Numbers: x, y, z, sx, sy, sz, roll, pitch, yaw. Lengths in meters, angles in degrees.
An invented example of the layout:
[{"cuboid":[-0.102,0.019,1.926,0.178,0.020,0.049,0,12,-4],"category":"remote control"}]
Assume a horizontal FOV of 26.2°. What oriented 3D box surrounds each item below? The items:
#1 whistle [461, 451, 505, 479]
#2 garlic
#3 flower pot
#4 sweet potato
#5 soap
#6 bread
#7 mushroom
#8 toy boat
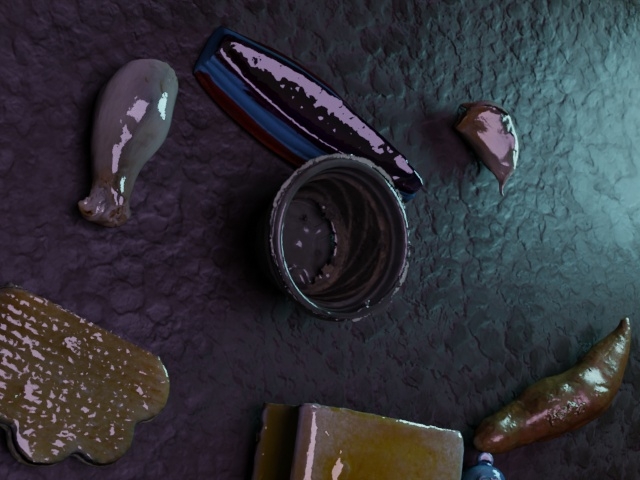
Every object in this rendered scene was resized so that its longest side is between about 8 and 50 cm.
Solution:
[{"cuboid":[0.233,0.447,2.023,0.180,0.093,0.269,8,85,-8],"category":"whistle"},{"cuboid":[0.268,-0.156,2.136,0.084,0.066,0.152,-36,101,0],"category":"garlic"},{"cuboid":[0.000,0.000,1.910,0.235,0.140,0.235,2,86,-30],"category":"flower pot"},{"cuboid":[0.378,0.252,2.137,0.354,0.095,0.106,-32,107,-26],"category":"sweet potato"},{"cuboid":[0.041,0.404,1.891,0.293,0.156,0.335,16,76,-28],"category":"soap"},{"cuboid":[-0.335,0.188,1.741,0.286,0.056,0.207,34,66,-24],"category":"bread"},{"cuboid":[-0.254,-0.129,1.800,0.116,0.093,0.225,37,61,-45],"category":"mushroom"},{"cuboid":[-0.003,-0.167,1.969,0.392,0.079,0.136,34,71,-21],"category":"toy boat"}]
